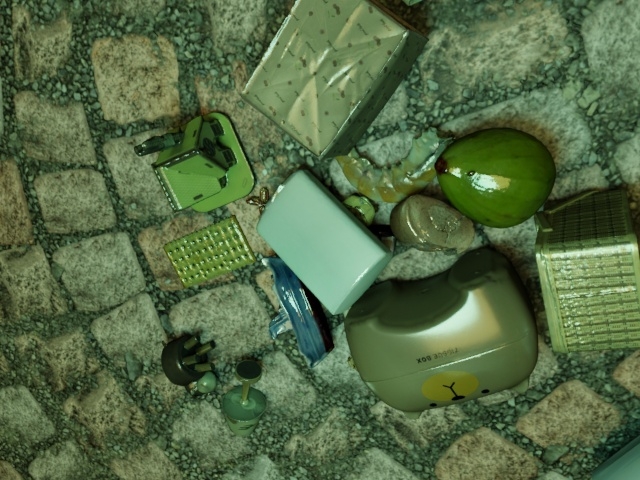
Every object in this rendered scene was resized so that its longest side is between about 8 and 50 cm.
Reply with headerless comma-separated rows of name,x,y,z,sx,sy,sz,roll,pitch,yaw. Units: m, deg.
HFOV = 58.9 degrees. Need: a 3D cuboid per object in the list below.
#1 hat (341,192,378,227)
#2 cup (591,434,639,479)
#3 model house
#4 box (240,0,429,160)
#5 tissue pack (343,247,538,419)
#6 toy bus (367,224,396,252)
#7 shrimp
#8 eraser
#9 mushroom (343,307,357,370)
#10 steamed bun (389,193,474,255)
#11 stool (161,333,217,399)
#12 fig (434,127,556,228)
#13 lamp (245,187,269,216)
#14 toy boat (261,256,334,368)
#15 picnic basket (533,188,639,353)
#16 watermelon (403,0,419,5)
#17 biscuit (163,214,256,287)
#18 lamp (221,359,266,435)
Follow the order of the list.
hat,0.091,-0.073,1.296,0.077,0.059,0.076,28,161,38
cup,0.827,0.518,1.230,0.323,0.236,0.326,25,117,-27
model house,-0.306,-0.148,1.263,0.205,0.278,0.218,-20,101,22
box,0.027,-0.342,1.132,0.225,0.190,0.297,41,115,10
tissue pack,0.269,0.206,1.233,0.387,0.267,0.276,-21,103,21
toy bus,0.093,0.002,1.327,0.172,0.057,0.072,2,112,16
shrimp,0.141,-0.177,1.257,0.287,0.068,0.185,16,108,20
eraser,0.000,0.000,1.266,0.290,0.104,0.189,46,107,22
mushroom,0.093,0.227,1.402,0.071,0.084,0.209,-17,101,-25
steamed bun,0.234,-0.023,1.227,0.175,0.145,0.106,24,77,-8
stool,-0.340,0.340,1.528,0.121,0.125,0.217,-21,111,19
fig,0.334,-0.126,1.126,0.225,0.203,0.202,4,115,-26
lamp,-0.134,-0.080,1.374,0.063,0.031,0.083,-33,102,23
toy boat,-0.070,0.177,1.389,0.143,0.129,0.309,-21,101,6
picnic basket,0.515,0.051,1.096,0.175,0.313,0.227,-9,107,28
watermelon,0.203,-0.616,0.995,0.320,0.214,0.289,-23,100,33
biscuit,-0.290,0.032,1.463,0.232,0.016,0.139,-20,104,21
lamp,-0.202,0.422,1.514,0.121,0.121,0.214,18,124,9
